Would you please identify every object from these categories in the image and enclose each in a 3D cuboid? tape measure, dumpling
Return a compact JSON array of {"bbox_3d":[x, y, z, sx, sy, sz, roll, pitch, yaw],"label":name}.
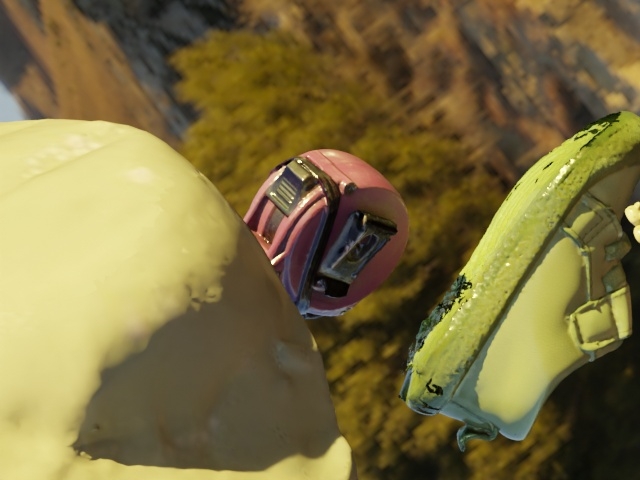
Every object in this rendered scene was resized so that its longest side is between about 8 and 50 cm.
[{"bbox_3d":[0.000,0.000,1.071,0.118,0.125,0.074,14,-157,-45],"label":"tape measure"},{"bbox_3d":[-0.187,0.040,0.709,0.395,0.233,0.315,27,-169,39],"label":"dumpling"}]

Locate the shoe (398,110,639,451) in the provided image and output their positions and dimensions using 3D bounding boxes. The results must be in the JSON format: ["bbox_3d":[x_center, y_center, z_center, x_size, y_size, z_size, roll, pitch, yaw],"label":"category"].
[{"bbox_3d":[0.158,0.028,1.097,0.128,0.262,0.140,38,180,-16],"label":"shoe"}]

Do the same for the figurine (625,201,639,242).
[{"bbox_3d":[0.380,-0.070,1.264,0.155,0.235,0.127,9,-123,-30],"label":"figurine"}]
